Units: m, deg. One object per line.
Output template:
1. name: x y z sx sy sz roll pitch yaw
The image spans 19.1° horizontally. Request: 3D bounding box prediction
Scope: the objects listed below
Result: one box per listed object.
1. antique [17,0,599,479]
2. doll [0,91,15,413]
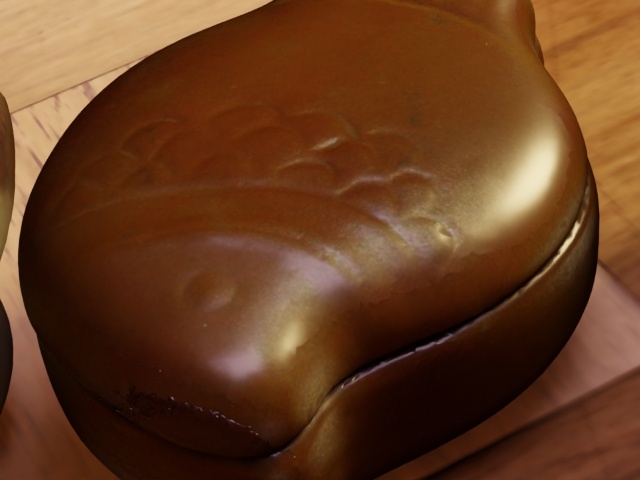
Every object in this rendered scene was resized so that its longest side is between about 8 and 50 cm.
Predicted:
1. antique: 0.000 0.000 0.776 0.223 0.129 0.278 7 45 19
2. doll: -0.211 0.002 0.687 0.226 0.370 0.215 20 44 1
